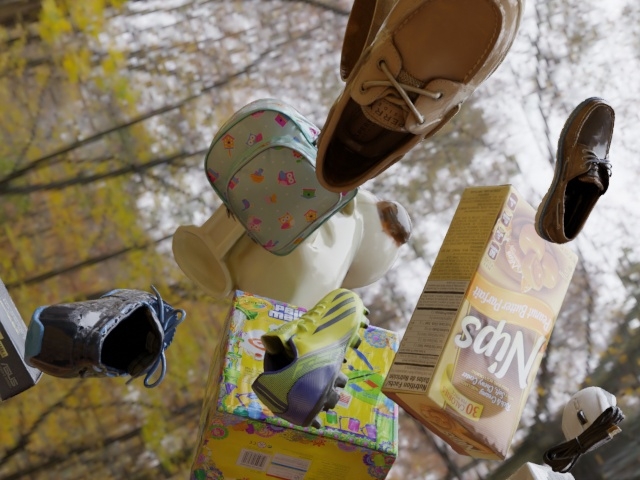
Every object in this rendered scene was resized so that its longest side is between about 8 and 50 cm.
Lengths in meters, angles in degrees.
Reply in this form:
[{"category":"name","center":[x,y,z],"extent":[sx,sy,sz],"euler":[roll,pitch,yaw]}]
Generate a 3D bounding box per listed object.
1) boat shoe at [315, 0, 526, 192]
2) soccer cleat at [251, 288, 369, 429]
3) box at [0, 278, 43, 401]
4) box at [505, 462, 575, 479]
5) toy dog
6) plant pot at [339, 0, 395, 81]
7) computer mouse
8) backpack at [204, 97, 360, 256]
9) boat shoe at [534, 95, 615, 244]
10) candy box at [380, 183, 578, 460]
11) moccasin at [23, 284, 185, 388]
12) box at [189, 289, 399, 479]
[{"category":"boat shoe","center":[0.091,-0.152,1.207],"extent":[0.122,0.110,0.341],"euler":[31,-34,-4]},{"category":"soccer cleat","center":[-0.014,0.132,1.595],"extent":[0.121,0.289,0.093],"euler":[30,-60,-4]},{"category":"box","center":[-0.487,0.111,1.788],"extent":[0.232,0.059,0.183],"euler":[63,-5,-5]},{"category":"box","center":[0.274,0.416,1.568],"extent":[0.181,0.119,0.182],"euler":[-44,-130,21]},{"category":"toy dog","center":[0.000,0.000,2.317],"extent":[0.395,0.408,0.284],"euler":[46,-58,21]},{"category":"plant pot","center":[0.191,-0.383,2.304],"extent":[0.237,0.254,0.237],"euler":[-166,-90,-77]},{"category":"computer mouse","center":[0.322,0.218,1.484],"extent":[0.042,0.106,0.193],"euler":[49,14,2]},{"category":"backpack","center":[-0.061,-0.089,1.604],"extent":[0.188,0.166,0.144],"euler":[48,17,-6]},{"category":"boat shoe","center":[0.316,-0.080,1.440],"extent":[0.066,0.066,0.183],"euler":[-148,-107,-69]},{"category":"candy box","center":[0.216,0.106,1.599],"extent":[0.087,0.316,0.183],"euler":[-3,-35,47]},{"category":"moccasin","center":[-0.259,0.141,1.592],"extent":[0.117,0.342,0.137],"euler":[10,-82,17]},{"category":"box","center":[-0.036,0.264,1.965],"extent":[0.279,0.290,0.177],"euler":[-84,-168,-50]}]
